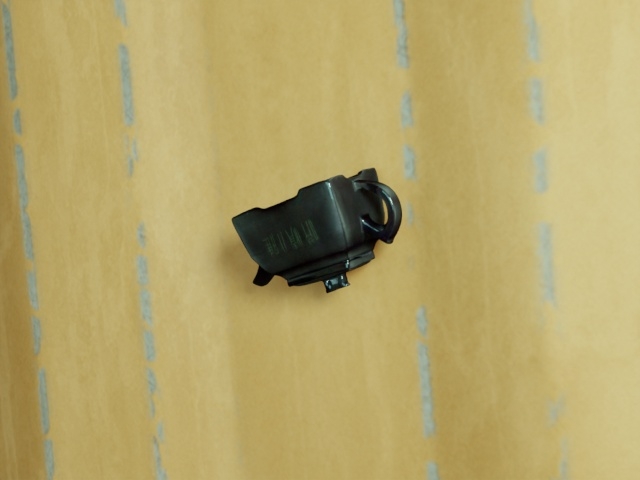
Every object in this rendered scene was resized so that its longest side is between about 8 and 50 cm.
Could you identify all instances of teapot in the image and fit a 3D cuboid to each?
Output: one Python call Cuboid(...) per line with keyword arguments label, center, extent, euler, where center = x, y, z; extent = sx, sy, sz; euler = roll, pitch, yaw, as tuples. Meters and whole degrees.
Cuboid(label="teapot", center=(0.000, 0.000, 0.822), extent=(0.177, 0.087, 0.096), euler=(-20, 88, 34))
